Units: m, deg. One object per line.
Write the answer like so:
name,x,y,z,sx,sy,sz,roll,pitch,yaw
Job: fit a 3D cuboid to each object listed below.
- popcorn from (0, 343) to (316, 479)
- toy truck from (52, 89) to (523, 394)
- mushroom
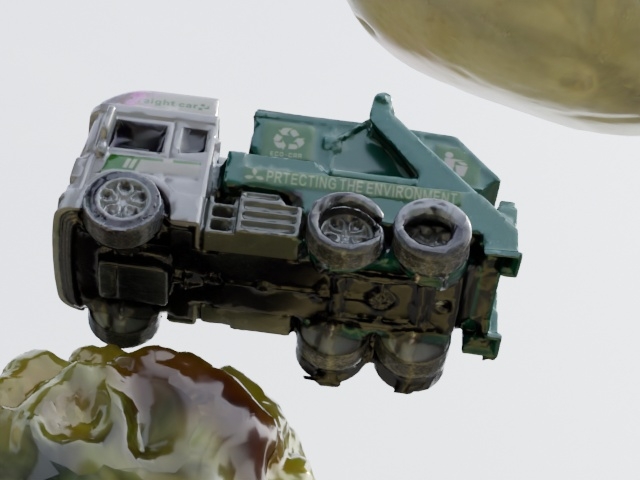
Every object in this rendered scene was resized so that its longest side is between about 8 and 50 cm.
popcorn,-0.100,0.145,0.860,0.218,0.189,0.169,-27,-18,-25
toy truck,-0.014,-0.010,0.919,0.216,0.116,0.110,7,-38,1
mushroom,0.162,-0.203,1.276,0.315,0.315,0.356,7,-31,0
